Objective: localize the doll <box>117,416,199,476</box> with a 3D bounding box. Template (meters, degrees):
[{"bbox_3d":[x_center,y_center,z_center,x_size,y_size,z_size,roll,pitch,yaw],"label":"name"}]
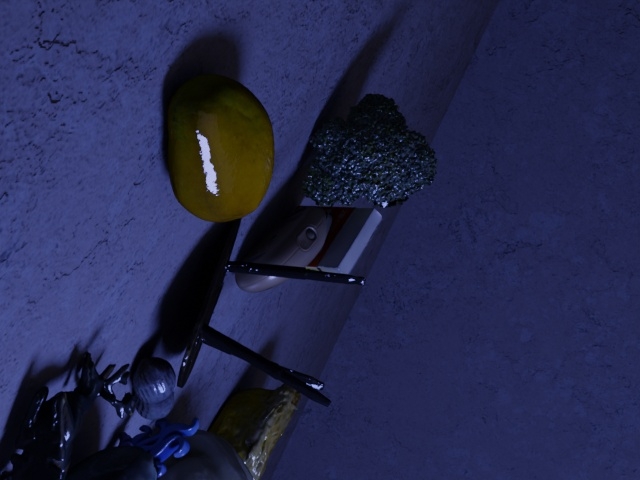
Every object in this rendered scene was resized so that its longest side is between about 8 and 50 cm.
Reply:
[{"bbox_3d":[-0.294,0.361,1.818,0.205,0.110,0.067,-28,139,0],"label":"doll"}]

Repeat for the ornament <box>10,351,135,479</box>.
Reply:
[{"bbox_3d":[-0.331,0.259,1.470,0.236,0.080,0.202,-44,150,-71],"label":"ornament"}]

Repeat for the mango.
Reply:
[{"bbox_3d":[-0.138,-0.122,1.448,0.176,0.119,0.317,-57,159,-16],"label":"mango"}]

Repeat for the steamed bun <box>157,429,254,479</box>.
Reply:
[{"bbox_3d":[-0.218,0.563,2.091,0.342,0.255,0.368,-104,-155,-50],"label":"steamed bun"}]

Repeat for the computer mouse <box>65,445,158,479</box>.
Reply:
[{"bbox_3d":[-0.359,0.419,1.668,0.203,0.114,0.374,-39,166,-41],"label":"computer mouse"}]

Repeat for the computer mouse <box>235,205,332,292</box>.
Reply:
[{"bbox_3d":[-0.068,0.022,2.061,0.145,0.082,0.236,-24,-163,42],"label":"computer mouse"}]

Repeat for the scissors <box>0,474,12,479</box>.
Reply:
[{"bbox_3d":[-0.426,0.332,1.405,0.360,0.029,0.191,90,25,-63],"label":"scissors"}]

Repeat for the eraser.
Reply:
[{"bbox_3d":[0.000,0.000,2.150,0.038,0.230,0.157,50,60,-33],"label":"eraser"}]

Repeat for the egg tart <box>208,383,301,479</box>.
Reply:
[{"bbox_3d":[-0.181,0.491,2.583,0.388,0.169,0.388,-61,173,-13],"label":"egg tart"}]

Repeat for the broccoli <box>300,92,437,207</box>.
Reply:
[{"bbox_3d":[0.102,-0.165,2.203,0.252,0.221,0.361,-36,-178,13],"label":"broccoli"}]

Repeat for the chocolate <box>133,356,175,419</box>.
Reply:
[{"bbox_3d":[-0.277,0.247,1.781,0.072,0.072,0.167,-56,170,-33],"label":"chocolate"}]

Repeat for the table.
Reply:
[{"bbox_3d":[-0.077,0.143,1.840,0.317,0.249,0.317,-161,-90,-88],"label":"table"}]
